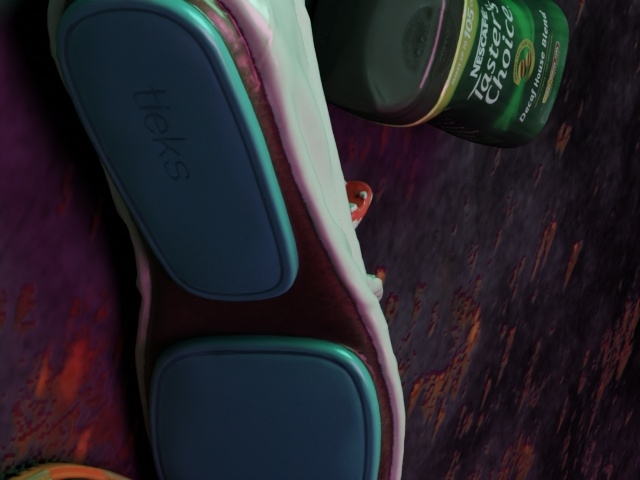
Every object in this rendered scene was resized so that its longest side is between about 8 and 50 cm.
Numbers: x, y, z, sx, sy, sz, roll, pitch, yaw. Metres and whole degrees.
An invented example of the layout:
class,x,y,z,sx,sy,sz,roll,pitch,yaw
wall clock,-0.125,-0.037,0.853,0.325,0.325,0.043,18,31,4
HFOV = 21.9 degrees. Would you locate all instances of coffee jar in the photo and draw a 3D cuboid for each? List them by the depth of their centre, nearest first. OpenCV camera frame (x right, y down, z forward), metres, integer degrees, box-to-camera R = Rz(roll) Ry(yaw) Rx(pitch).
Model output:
class,x,y,z,sx,sy,sz,roll,pitch,yaw
coffee jar,0.066,-0.105,0.909,0.184,0.079,0.096,3,103,-59

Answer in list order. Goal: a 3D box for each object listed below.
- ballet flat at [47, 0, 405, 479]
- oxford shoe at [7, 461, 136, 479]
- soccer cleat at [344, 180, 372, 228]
class,x,y,z,sx,sy,sz,roll,pitch,yaw
ballet flat,-0.025,0.008,0.788,0.139,0.139,0.400,-48,142,-36
oxford shoe,-0.123,0.159,0.713,0.271,0.098,0.097,3,103,-60
soccer cleat,0.000,0.000,0.909,0.083,0.029,0.036,-50,153,-28
